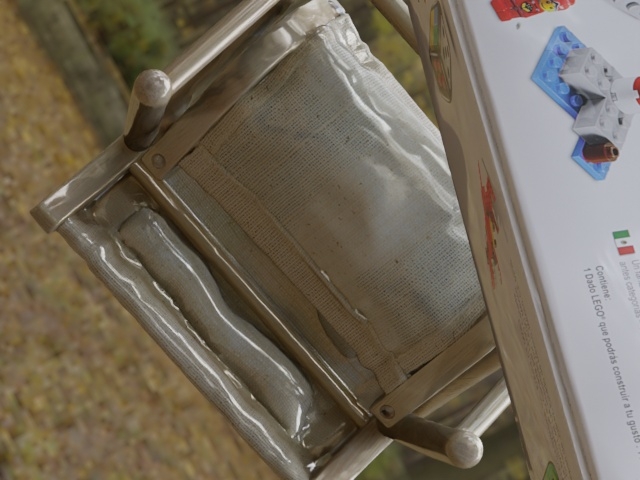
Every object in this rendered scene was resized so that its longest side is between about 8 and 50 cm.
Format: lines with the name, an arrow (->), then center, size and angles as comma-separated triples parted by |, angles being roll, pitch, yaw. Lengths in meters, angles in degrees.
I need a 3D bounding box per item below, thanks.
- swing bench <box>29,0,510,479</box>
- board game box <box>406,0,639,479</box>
swing bench -> 0.000, 0.000, 0.974 | 0.253, 0.165, 0.254 | 48, -25, -3
board game box -> 0.143, 0.030, 0.396 | 0.053, 0.193, 0.305 | 92, -11, -58
